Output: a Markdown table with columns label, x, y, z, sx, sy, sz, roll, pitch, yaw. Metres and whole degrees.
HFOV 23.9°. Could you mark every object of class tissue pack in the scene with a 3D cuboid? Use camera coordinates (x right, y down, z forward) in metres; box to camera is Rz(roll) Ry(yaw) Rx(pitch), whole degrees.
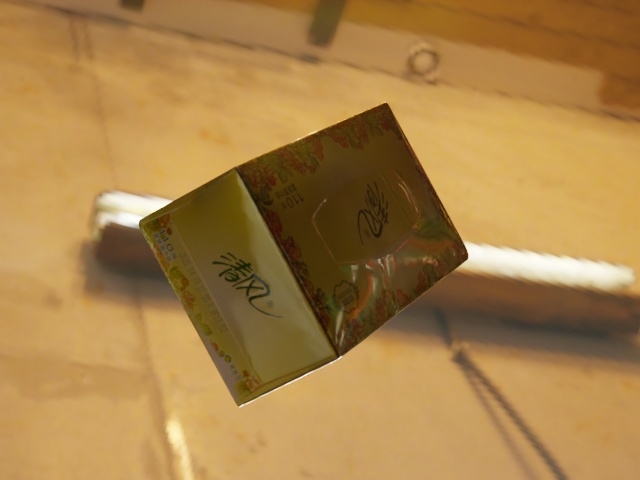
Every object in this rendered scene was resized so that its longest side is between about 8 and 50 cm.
| label | x | y | z | sx | sy | sz | roll | pitch | yaw |
| --- | --- | --- | --- | --- | --- | --- | --- | --- | --- |
| tissue pack | 0.000 | 0.000 | 0.721 | 0.095 | 0.062 | 0.176 | 61 | -151 | 0 |
